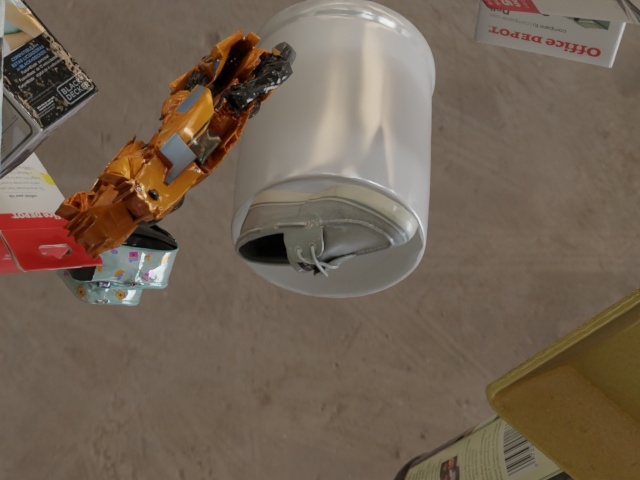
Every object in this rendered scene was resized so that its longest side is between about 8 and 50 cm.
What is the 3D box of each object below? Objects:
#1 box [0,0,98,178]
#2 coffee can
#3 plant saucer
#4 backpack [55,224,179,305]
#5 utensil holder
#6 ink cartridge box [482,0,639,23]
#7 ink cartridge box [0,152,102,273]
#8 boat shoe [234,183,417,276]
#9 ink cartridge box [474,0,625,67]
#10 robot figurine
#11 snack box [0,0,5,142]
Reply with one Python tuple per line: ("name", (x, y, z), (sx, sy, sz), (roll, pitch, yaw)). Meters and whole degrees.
("box", (-0.358, -0.193, 1.024), (0.169, 0.087, 0.290), (-29, 103, 43))
("coffee can", (0.234, 0.274, 1.211), (0.201, 0.201, 0.275), (33, 133, -19))
("plant saucer", (0.349, 0.136, 0.865), (0.333, 0.081, 0.333), (41, 138, -4))
("backpack", (-0.334, 0.027, 1.857), (0.188, 0.166, 0.144), (-1, 110, -33))
("utensil holder", (0.021, -0.146, 1.843), (0.327, 0.385, 0.327), (4, 141, 3))
("ink cartridge box", (0.274, -0.284, 0.919), (0.207, 0.283, 0.117), (-52, 132, -17))
("ink cartridge box", (-0.350, -0.039, 1.211), (0.078, 0.134, 0.231), (-44, 72, 24))
("boat shoe", (-0.001, -0.001, 1.095), (0.079, 0.227, 0.081), (42, 65, -32))
("ink cartridge box", (0.339, -0.394, 1.553), (0.211, 0.121, 0.289), (14, 144, 9))
("robot figurine", (-0.139, -0.112, 1.169), (0.085, 0.291, 0.211), (46, 140, -15))
("snack box", (-0.215, -0.158, 0.604), (0.060, 0.187, 0.322), (-8, 142, -23))
